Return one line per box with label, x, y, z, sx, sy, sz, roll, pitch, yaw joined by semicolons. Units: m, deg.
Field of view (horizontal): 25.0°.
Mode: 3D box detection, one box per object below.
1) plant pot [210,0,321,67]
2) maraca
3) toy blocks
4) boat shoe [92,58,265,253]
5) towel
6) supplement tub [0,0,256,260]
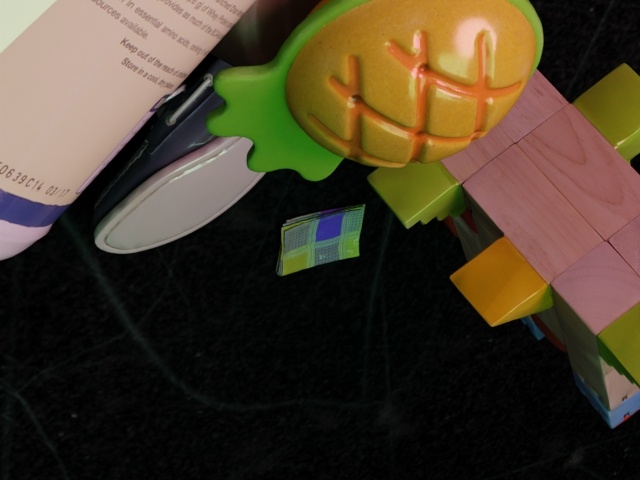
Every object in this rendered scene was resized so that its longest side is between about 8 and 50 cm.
plant pot;-0.028;-0.206;0.862;0.263;0.229;0.263;-21;136;-21
maraca;0.028;-0.085;0.767;0.186;0.099;0.127;-23;138;21
toy blocks;0.164;-0.019;1.108;0.191;0.381;0.261;-37;154;-3
boat shoe;-0.076;-0.087;1.044;0.254;0.079;0.095;-41;155;23
towel;0.000;0.000;1.236;0.083;0.009;0.060;-13;133;-26
supplement tub;-0.126;-0.176;0.650;0.325;0.235;0.235;-46;139;8
